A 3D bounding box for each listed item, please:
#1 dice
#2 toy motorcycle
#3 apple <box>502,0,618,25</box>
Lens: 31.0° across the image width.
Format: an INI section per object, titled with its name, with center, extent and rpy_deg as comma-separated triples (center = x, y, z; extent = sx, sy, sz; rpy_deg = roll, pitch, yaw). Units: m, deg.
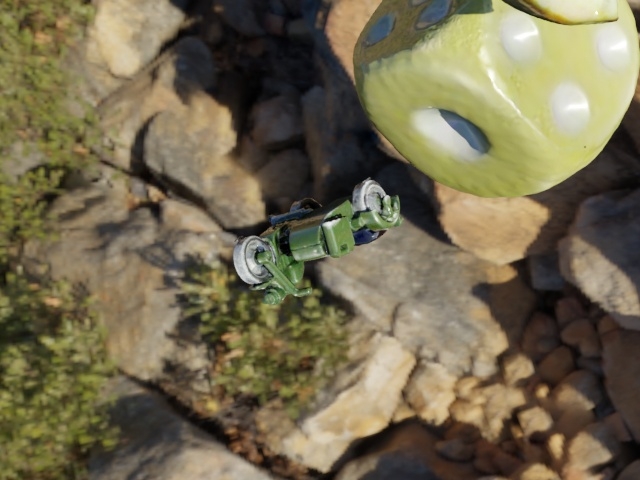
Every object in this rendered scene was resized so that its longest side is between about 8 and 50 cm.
[dice]
center = 0.199, -0.203, 1.300
extent = 0.226, 0.238, 0.233
rpy_deg = -3, 50, 56
[toy motorcycle]
center = 0.000, 0.000, 1.807
extent = 0.205, 0.275, 0.127
rpy_deg = -13, 107, 36
[apple]
center = 0.143, -0.298, 0.962
extent = 0.120, 0.265, 0.193
rpy_deg = -33, 45, -8
